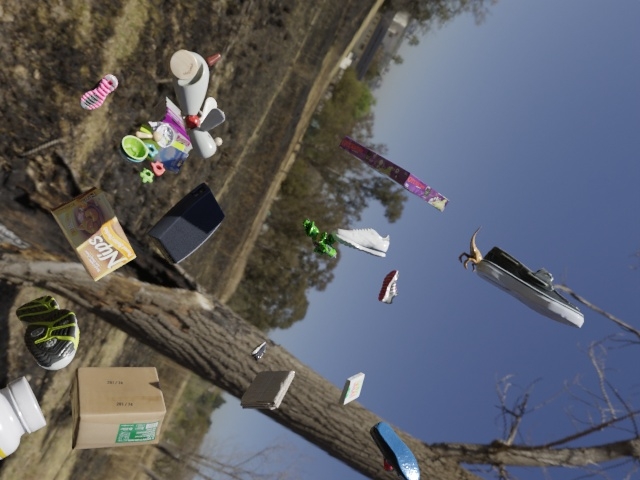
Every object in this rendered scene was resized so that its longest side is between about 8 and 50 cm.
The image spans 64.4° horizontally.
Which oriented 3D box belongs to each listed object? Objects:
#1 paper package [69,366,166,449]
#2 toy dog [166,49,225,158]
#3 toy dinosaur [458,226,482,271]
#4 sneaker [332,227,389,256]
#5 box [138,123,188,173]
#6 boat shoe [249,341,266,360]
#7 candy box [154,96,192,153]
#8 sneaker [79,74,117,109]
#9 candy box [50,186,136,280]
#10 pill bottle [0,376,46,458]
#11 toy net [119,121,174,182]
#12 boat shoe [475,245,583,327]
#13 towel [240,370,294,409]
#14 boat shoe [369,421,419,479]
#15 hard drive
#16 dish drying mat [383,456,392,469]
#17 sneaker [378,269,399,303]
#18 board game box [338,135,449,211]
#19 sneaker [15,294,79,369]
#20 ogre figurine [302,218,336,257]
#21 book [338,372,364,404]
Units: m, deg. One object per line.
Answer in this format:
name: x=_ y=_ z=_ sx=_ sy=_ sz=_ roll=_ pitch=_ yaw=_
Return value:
paper package: x=-0.817 y=0.662 z=2.039 sx=0.309 sy=0.324 sz=0.168 roll=47 pitch=-58 yaw=53
toy dog: x=-0.356 y=-0.438 z=1.556 sx=0.334 sy=0.160 sz=0.220 roll=85 pitch=-18 yaw=-46
toy dinosaur: x=0.600 y=0.054 z=1.990 sx=0.112 sy=0.212 sz=0.064 roll=-26 pitch=-163 yaw=0
sneaker: x=0.157 y=-0.010 z=1.991 sx=0.090 sy=0.235 sz=0.095 roll=-176 pitch=-75 yaw=-73
box: x=-0.562 y=-0.318 z=1.781 sx=0.109 sy=0.178 sz=0.042 roll=-46 pitch=-151 yaw=35
boat shoe: x=-0.217 y=0.396 z=1.819 sx=0.046 sy=0.038 sz=0.125 roll=-31 pitch=179 yaw=6
candy box: x=-0.558 y=-0.444 z=1.956 sx=0.071 sy=0.159 sz=0.233 roll=-39 pitch=-147 yaw=8
sneaker: x=-0.599 y=-0.399 z=1.366 sx=0.119 sy=0.047 sz=0.057 roll=-46 pitch=-139 yaw=-10
candy box: x=-0.862 y=-0.022 z=1.947 sx=0.183 sy=0.087 sz=0.317 roll=-35 pitch=133 yaw=-28
pill bottle: x=-0.874 y=0.478 z=1.244 sx=0.333 sy=0.188 sz=0.188 roll=-26 pitch=163 yaw=-31
toy net: x=-0.430 y=-0.249 z=1.329 sx=0.045 sy=0.122 sz=0.232 roll=-34 pitch=-159 yaw=34
boat shoe: x=0.634 y=0.130 z=1.508 sx=0.119 sy=0.335 sz=0.121 roll=-55 pitch=166 yaw=-6
towel: x=-0.244 y=0.693 z=2.366 sx=0.282 sy=0.187 sz=0.049 roll=-49 pitch=132 yaw=-66
boat shoe: x=0.291 y=0.829 z=1.990 sx=0.109 sy=0.258 sz=0.089 roll=-17 pitch=160 yaw=-42
hard drive: x=-0.430 y=-0.051 z=1.677 sx=0.255 sy=0.054 sz=0.172 roll=-49 pitch=142 yaw=-25
dish drying mat: x=0.271 y=0.887 z=2.066 sx=0.083 sy=0.032 sz=0.008 roll=-90 pitch=160 yaw=-44
sneaker: x=0.327 y=0.220 z=2.348 sx=0.063 sy=0.074 sz=0.171 roll=-7 pitch=-128 yaw=55
board game box: x=0.222 y=-0.213 z=1.586 sx=0.347 sy=0.208 sz=0.056 roll=43 pitch=-72 yaw=47
sneaker: x=-0.776 y=0.284 z=1.489 sx=0.145 sy=0.147 sz=0.384 roll=-27 pitch=-152 yaw=-26
ogre figurine: x=0.000 y=0.000 z=1.996 sx=0.197 sy=0.118 sz=0.097 roll=25 pitch=-103 yaw=44
book: x=0.121 y=0.568 z=1.963 sx=0.144 sy=0.035 sz=0.096 roll=6 pitch=103 yaw=-64
